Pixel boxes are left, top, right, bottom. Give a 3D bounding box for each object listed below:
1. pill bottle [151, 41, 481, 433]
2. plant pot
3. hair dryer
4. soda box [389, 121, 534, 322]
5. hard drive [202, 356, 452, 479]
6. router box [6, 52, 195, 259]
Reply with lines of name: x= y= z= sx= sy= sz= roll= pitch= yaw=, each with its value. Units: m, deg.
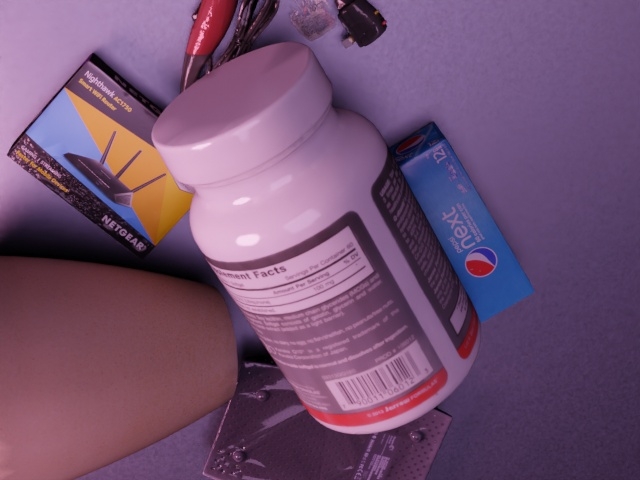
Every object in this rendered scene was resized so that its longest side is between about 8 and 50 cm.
pill bottle: x=0.000 y=0.000 z=1.141 sx=0.210 sy=0.210 sz=0.363 roll=-28 pitch=118 yaw=5
plant pot: x=-0.234 y=0.125 z=1.183 sx=0.274 sy=0.256 sz=0.256 roll=-7 pitch=113 yaw=-21
hair dryer: x=-0.089 y=-0.255 z=1.115 sx=0.224 sy=0.080 sz=0.293 roll=-32 pitch=111 yaw=7
soda box: x=0.149 y=-0.019 z=1.243 sx=0.071 sy=0.067 sz=0.210 roll=-31 pitch=111 yaw=7
hard drive: x=0.007 y=0.228 z=1.334 sx=0.255 sy=0.054 sz=0.172 roll=16 pitch=109 yaw=-12
router box: x=-0.210 y=-0.085 z=1.188 sx=0.179 sy=0.046 sz=0.133 roll=39 pitch=103 yaw=-19
